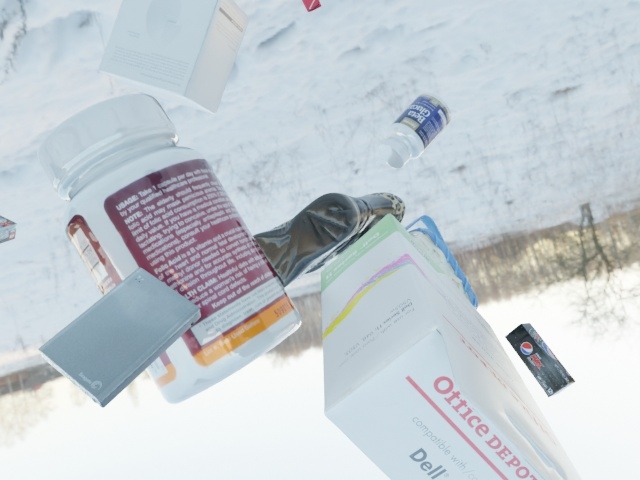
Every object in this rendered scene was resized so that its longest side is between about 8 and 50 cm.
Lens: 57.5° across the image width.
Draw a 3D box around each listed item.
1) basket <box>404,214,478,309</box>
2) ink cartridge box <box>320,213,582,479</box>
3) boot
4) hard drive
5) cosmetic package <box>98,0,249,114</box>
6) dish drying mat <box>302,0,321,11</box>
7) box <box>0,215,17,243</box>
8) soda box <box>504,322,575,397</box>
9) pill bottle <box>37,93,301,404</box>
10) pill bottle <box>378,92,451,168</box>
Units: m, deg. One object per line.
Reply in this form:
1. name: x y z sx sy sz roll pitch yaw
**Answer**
1. basket: 0.226 0.086 1.290 0.289 0.254 0.201 -24 173 -44
2. ink cartridge box: 0.106 0.131 0.549 0.119 0.207 0.353 -40 -165 12
3. boot: 0.000 0.000 1.338 0.377 0.138 0.284 -36 167 34
4. hard drive: -0.206 0.096 0.608 0.135 0.094 0.022 -45 154 -33
5. cosmetic package: -0.303 -0.410 1.220 0.224 0.224 0.138 21 180 19
6. dish drying mat: -0.026 -0.504 1.199 0.032 0.083 0.008 -26 154 8
7. box: -0.491 -0.027 0.769 0.137 0.027 0.094 23 -158 11
8. soda box: 0.509 0.275 1.358 0.053 0.169 0.060 5 135 -48
9. pill bottle: -0.217 0.008 0.834 0.224 0.392 0.224 -31 178 -1
10. pill bottle: 0.205 -0.240 1.289 0.169 0.094 0.094 -48 -172 -19
